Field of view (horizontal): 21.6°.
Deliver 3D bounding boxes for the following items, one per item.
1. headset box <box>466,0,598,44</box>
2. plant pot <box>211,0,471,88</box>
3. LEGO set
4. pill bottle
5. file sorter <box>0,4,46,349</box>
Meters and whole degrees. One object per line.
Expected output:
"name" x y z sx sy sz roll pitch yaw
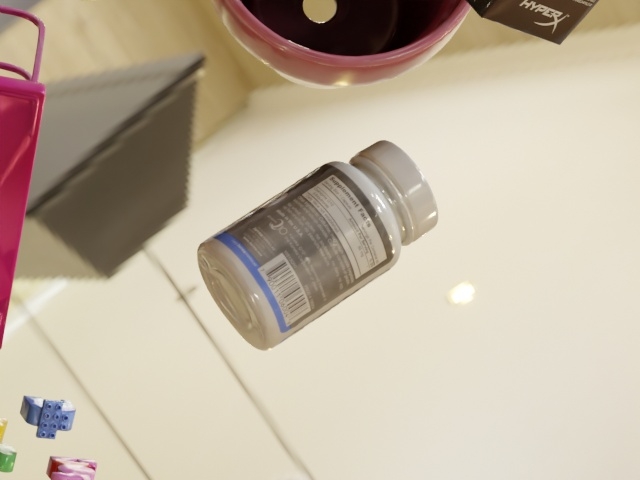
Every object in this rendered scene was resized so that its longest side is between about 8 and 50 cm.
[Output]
"headset box" 0.150 -0.300 0.999 0.293 0.218 0.110 -50 151 21
"plant pot" 0.012 -0.198 1.242 0.201 0.201 0.180 -36 175 -10
"LEGO set" -0.301 0.189 1.572 0.093 0.227 0.087 33 -69 62
"pill bottle" 0.000 0.000 1.025 0.137 0.078 0.078 -33 -161 -19
"file sorter" -0.379 -0.075 1.604 0.202 0.291 0.182 9 -148 -11
